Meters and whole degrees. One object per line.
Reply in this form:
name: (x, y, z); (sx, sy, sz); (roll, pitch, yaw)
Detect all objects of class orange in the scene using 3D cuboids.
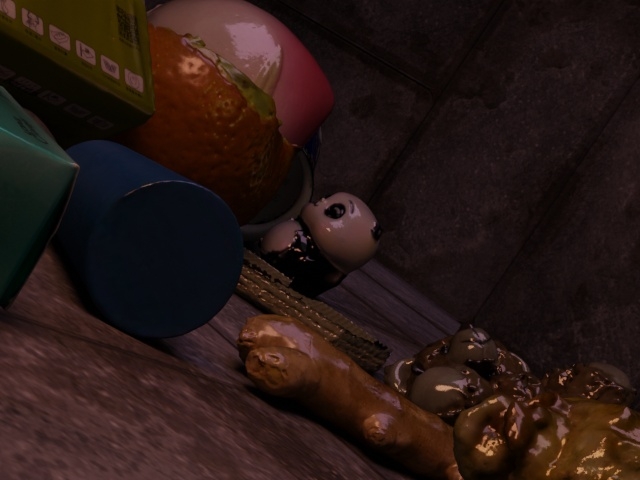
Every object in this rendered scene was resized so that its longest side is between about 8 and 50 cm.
orange: (-0.184, -0.115, 1.517); (0.262, 0.196, 0.334); (31, -12, 8)

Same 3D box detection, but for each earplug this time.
earplug: (-0.176, -0.020, 1.111); (0.132, 0.132, 0.273); (31, 1, -29)

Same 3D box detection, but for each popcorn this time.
popcorn: (0.234, 0.213, 1.067); (0.266, 0.192, 0.233); (37, 2, -20)

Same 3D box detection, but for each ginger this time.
ginger: (0.047, 0.156, 1.160); (0.299, 0.065, 0.118); (31, 18, -21)

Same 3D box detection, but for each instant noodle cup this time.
instant noodle cup: (-0.119, -0.139, 2.100); (0.284, 0.284, 0.312); (33, 12, -15)

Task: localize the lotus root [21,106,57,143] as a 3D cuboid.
lotus root: (-0.294, -0.083, 1.226); (0.088, 0.088, 0.165); (35, -6, 14)

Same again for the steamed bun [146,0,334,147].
steamed bun: (-0.121, -0.201, 1.789); (0.309, 0.309, 0.309); (34, 4, -3)

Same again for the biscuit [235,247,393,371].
biscuit: (-0.022, 0.086, 1.562); (0.250, 0.046, 0.147); (33, 3, 4)

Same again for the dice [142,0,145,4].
dice: (-0.417, -0.313, 1.738); (0.243, 0.251, 0.259); (36, 5, 10)

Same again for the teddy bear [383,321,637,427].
teddy bear: (0.191, 0.178, 1.417); (0.267, 0.156, 0.256); (1, 19, -16)

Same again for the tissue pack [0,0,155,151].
tissue pack: (-0.329, -0.204, 1.256); (0.274, 0.200, 0.167); (29, 48, -58)

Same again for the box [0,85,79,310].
box: (-0.329, -0.095, 0.801); (0.311, 0.118, 0.205); (30, 7, -35)

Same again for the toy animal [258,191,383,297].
toy animal: (0.000, 0.000, 1.922); (0.138, 0.179, 0.166); (47, 5, -26)
